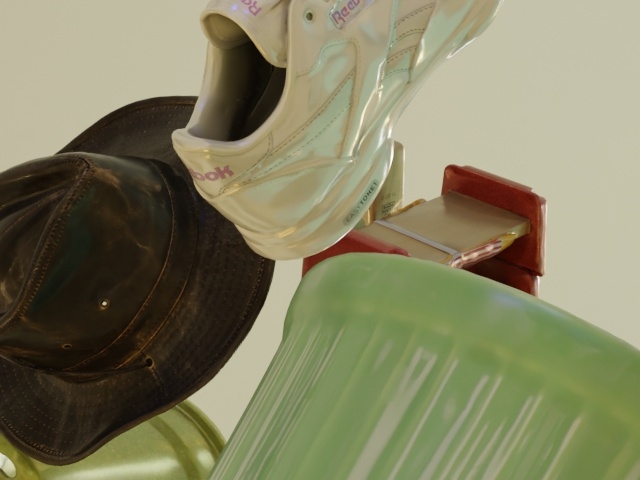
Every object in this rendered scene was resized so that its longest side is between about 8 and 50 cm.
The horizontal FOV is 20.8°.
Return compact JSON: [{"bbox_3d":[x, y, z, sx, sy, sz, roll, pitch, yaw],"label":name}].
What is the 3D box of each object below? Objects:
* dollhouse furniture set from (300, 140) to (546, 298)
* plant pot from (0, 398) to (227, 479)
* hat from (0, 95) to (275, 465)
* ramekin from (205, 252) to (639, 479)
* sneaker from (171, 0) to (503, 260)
[{"bbox_3d":[0.000,0.000,1.563,0.201,0.374,0.152,-21,-57,-41],"label":"dollhouse furniture set"},{"bbox_3d":[-0.241,0.253,1.540,0.254,0.276,0.276,17,-84,-63],"label":"plant pot"},{"bbox_3d":[-0.197,0.004,1.369,0.134,0.331,0.331,31,-95,-44],"label":"hat"},{"bbox_3d":[0.082,0.154,0.797,0.148,0.303,0.303,-56,-41,-19],"label":"ramekin"},{"bbox_3d":[0.018,-0.142,1.052,0.152,0.114,0.305,40,-107,-47],"label":"sneaker"}]
